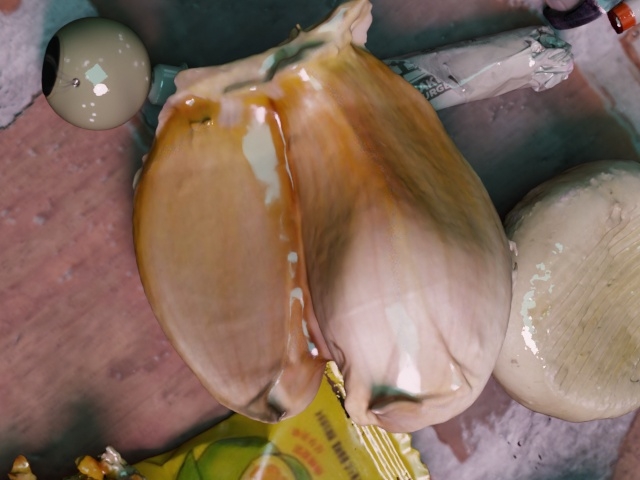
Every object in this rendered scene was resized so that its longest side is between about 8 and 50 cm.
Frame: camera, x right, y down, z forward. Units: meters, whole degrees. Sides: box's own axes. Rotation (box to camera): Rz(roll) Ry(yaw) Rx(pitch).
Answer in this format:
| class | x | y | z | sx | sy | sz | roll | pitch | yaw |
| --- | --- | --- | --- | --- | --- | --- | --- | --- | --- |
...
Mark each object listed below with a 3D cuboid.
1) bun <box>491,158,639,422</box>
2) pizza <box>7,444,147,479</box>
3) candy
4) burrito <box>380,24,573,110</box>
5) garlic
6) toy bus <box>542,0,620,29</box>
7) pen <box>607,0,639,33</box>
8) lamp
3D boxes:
| class | x | y | z | sx | sy | sz | roll | pitch | yaw |
| --- | --- | --- | --- | --- | --- | --- | --- | --- | --- |
| bun | 0.215 | 0.044 | 1.154 | 0.231 | 0.133 | 0.231 | -6 | 102 | -33 |
| pizza | -0.228 | 0.281 | 1.115 | 0.229 | 0.081 | 0.289 | 23 | 123 | 12 |
| candy | -0.058 | 0.226 | 1.163 | 0.297 | 0.081 | 0.187 | -29 | 98 | -1 |
| burrito | 0.115 | -0.139 | 1.152 | 0.203 | 0.064 | 0.064 | -12 | 99 | -6 |
| garlic | 0.000 | 0.000 | 1.047 | 0.286 | 0.249 | 0.313 | -18 | 85 | -5 |
| toy bus | 0.279 | -0.325 | 1.110 | 0.305 | 0.143 | 0.179 | -40 | 99 | -1 |
| pen | 0.346 | -0.245 | 1.189 | 0.218 | 0.026 | 0.026 | -31 | 101 | -3 |
| lamp | -0.141 | -0.130 | 1.110 | 0.163 | 0.091 | 0.091 | 5 | 97 | -25 |
